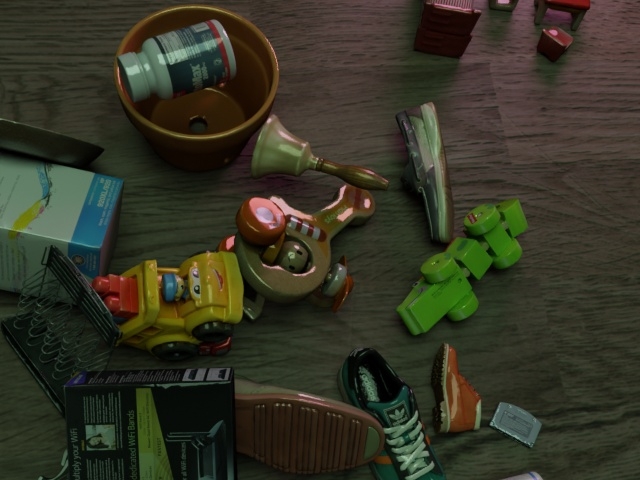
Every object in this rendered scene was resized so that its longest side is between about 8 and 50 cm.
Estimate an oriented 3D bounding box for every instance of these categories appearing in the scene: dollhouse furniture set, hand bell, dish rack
[{"bbox_3d":[0.393,-0.497,1.863,0.374,0.152,0.201,8,65,-4],"label":"dollhouse furniture set"},{"bbox_3d":[0.007,-0.133,1.607,0.242,0.126,0.126,19,64,7],"label":"hand bell"},{"bbox_3d":[-0.412,0.143,1.408,0.074,0.271,0.208,-32,74,-39],"label":"dish rack"}]

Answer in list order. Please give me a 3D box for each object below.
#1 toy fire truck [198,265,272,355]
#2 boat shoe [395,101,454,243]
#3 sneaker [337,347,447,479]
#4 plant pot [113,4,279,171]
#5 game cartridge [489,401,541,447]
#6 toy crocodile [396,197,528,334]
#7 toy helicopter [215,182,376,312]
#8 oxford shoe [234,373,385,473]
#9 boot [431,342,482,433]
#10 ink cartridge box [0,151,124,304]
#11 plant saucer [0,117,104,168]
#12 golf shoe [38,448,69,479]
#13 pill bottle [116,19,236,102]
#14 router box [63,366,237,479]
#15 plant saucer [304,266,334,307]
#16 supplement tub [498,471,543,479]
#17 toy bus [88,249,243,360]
[{"bbox_3d":[-0.152,0.111,1.571,0.135,0.047,0.192,2,66,-8],"label":"toy fire truck"},{"bbox_3d":[0.200,-0.126,1.703,0.092,0.103,0.285,-10,75,14],"label":"boat shoe"},{"bbox_3d":[0.122,0.316,1.469,0.108,0.121,0.302,-25,71,-17],"label":"sneaker"},{"bbox_3d":[-0.230,-0.262,1.648,0.291,0.203,0.290,3,65,-7],"label":"plant pot"},{"bbox_3d":[0.344,0.322,1.554,0.083,0.017,0.056,28,69,6],"label":"game cartridge"},{"bbox_3d":[0.265,0.039,1.630,0.340,0.105,0.115,-46,113,-18],"label":"toy crocodile"},{"bbox_3d":[0.000,0.000,1.572,0.235,0.140,0.355,44,44,9],"label":"toy helicopter"},{"bbox_3d":[-0.091,0.274,1.438,0.397,0.140,0.146,10,21,0],"label":"oxford shoe"},{"bbox_3d":[0.241,0.259,1.551,0.085,0.059,0.157,3,73,-9],"label":"boot"},{"bbox_3d":[-0.471,-0.019,1.494,0.233,0.171,0.168,13,48,-7],"label":"ink cartridge box"},{"bbox_3d":[-0.535,-0.174,1.532,0.311,0.310,0.050,12,88,-2],"label":"plant saucer"},{"bbox_3d":[-0.363,0.354,1.416,0.198,0.077,0.094,-39,75,-22],"label":"golf shoe"},{"bbox_3d":[-0.244,-0.297,1.491,0.180,0.108,0.108,-21,70,-15],"label":"pill bottle"},{"bbox_3d":[-0.247,0.350,1.323,0.243,0.081,0.308,-1,98,-2],"label":"router box"},{"bbox_3d":[0.005,0.082,1.622,0.084,0.015,0.083,3,65,-6],"label":"plant saucer"},{"bbox_3d":[0.320,0.431,1.470,0.107,0.071,0.071,-12,67,-12],"label":"supplement tub"},{"bbox_3d":[-0.264,0.093,1.433,0.211,0.220,0.149,19,54,-43],"label":"toy bus"}]
